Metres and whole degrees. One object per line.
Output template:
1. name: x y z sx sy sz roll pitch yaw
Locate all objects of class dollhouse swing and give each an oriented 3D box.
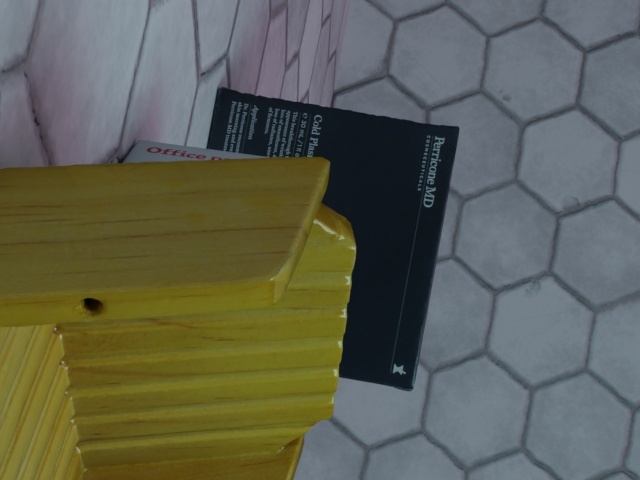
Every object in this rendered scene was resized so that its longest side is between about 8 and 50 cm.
1. dollhouse swing: -0.118 0.174 0.711 0.305 0.315 0.346 -102 -167 -45

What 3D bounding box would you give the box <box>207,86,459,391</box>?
1. box: 0.000 0.000 1.404 0.179 0.313 0.343 23 78 -84

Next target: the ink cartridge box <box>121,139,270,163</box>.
1. ink cartridge box: -0.122 0.001 0.940 0.212 0.154 0.093 -69 167 -60
